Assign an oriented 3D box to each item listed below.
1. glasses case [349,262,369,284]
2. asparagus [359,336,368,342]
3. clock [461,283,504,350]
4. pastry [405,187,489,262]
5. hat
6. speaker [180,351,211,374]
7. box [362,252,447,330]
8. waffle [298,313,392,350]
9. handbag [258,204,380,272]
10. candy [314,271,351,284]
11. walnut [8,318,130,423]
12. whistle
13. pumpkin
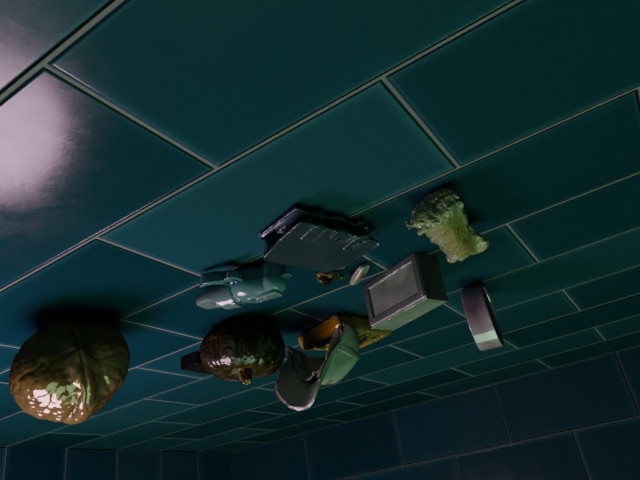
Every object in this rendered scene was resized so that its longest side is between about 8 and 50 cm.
[{"bbox_3d":[0.103,0.089,1.456,0.032,0.021,0.083,-15,147,-38],"label":"glasses case"},{"bbox_3d":[0.110,0.355,1.874,0.013,0.016,0.166,44,136,-7],"label":"asparagus"},{"bbox_3d":[0.490,0.232,1.679,0.068,0.196,0.197,-20,151,20],"label":"clock"},{"bbox_3d":[0.290,-0.029,1.231,0.122,0.089,0.258,-26,150,23],"label":"pastry"},{"bbox_3d":[0.006,0.407,1.705,0.258,0.301,0.168,-30,110,34],"label":"hat"},{"bbox_3d":[-0.386,0.439,1.963,0.082,0.044,0.218,-25,149,28],"label":"speaker"},{"bbox_3d":[0.222,0.143,1.495,0.086,0.129,0.225,11,146,-33],"label":"box"},{"bbox_3d":[0.085,0.318,1.868,0.248,0.055,0.221,12,146,-35],"label":"waffle"},{"bbox_3d":[0.000,0.000,1.222,0.229,0.062,0.179,14,145,-38],"label":"handbag"},{"bbox_3d":[0.054,0.096,1.461,0.056,0.049,0.185,-19,160,33],"label":"candy"},{"bbox_3d":[-0.654,0.336,1.455,0.277,0.251,0.313,17,140,-22],"label":"walnut"},{"bbox_3d":[-0.187,0.119,1.368,0.274,0.093,0.186,-19,152,24],"label":"whistle"},{"bbox_3d":[-0.229,0.349,1.683,0.261,0.189,0.260,-8,151,-5],"label":"pumpkin"}]
